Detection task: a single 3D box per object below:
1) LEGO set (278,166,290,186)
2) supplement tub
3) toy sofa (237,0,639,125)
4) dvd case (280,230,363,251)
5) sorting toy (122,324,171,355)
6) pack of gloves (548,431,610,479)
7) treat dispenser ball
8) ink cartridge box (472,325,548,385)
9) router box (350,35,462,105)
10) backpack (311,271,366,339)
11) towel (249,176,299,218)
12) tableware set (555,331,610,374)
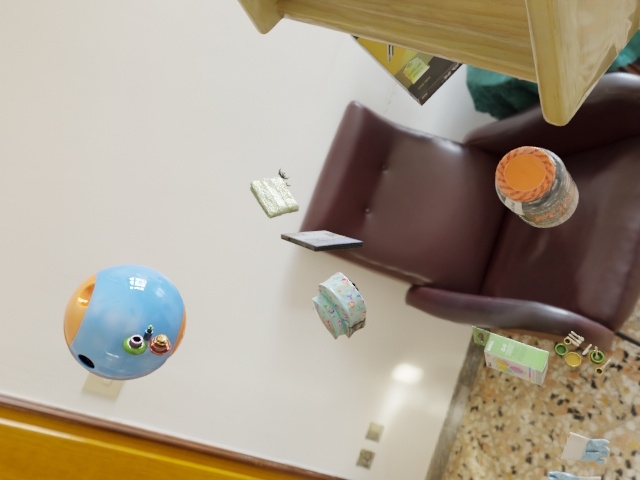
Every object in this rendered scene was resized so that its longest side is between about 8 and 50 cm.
[{"bbox_3d":[-0.135,-0.225,1.801,0.023,0.054,0.083,-38,41,34],"label":"LEGO set"},{"bbox_3d":[0.688,-0.169,1.594,0.207,0.338,0.207,-8,76,34],"label":"supplement tub"},{"bbox_3d":[0.069,-0.244,0.382,0.363,0.150,0.177,33,81,38],"label":"toy sofa"},{"bbox_3d":[0.000,0.000,1.662,0.253,0.180,0.022,19,111,59],"label":"dvd case"},{"bbox_3d":[-0.378,0.218,1.098,0.042,0.102,0.061,-64,29,29],"label":"sorting toy"},{"bbox_3d":[0.740,0.652,1.451,0.046,0.232,0.195,22,91,61],"label":"pack of gloves"},{"bbox_3d":[-0.484,0.202,1.252,0.288,0.288,0.288,-51,25,36],"label":"treat dispenser ball"},{"bbox_3d":[0.516,0.320,1.389,0.209,0.109,0.062,17,63,31],"label":"ink cartridge box"},{"bbox_3d":[0.253,-0.507,1.137,0.309,0.243,0.081,-46,-10,14],"label":"router box"},{"bbox_3d":[0.078,0.261,2.020,0.225,0.191,0.253,50,156,26],"label":"backpack"},{"bbox_3d":[-0.137,-0.130,1.474,0.148,0.110,0.027,58,152,29],"label":"towel"},{"bbox_3d":[0.870,0.382,1.660,0.104,0.024,0.154,-45,63,-5],"label":"tableware set"}]
